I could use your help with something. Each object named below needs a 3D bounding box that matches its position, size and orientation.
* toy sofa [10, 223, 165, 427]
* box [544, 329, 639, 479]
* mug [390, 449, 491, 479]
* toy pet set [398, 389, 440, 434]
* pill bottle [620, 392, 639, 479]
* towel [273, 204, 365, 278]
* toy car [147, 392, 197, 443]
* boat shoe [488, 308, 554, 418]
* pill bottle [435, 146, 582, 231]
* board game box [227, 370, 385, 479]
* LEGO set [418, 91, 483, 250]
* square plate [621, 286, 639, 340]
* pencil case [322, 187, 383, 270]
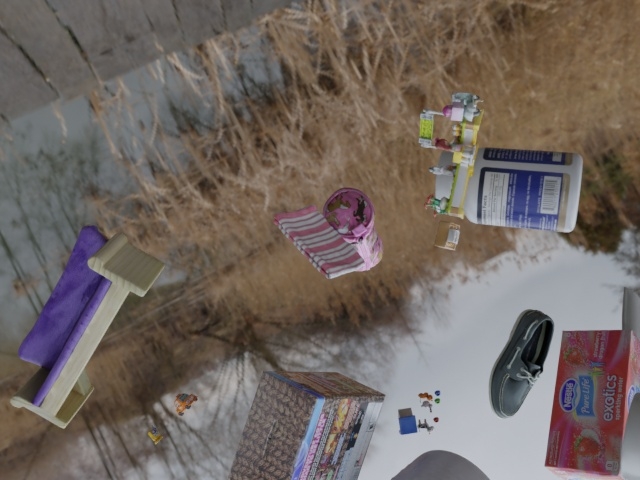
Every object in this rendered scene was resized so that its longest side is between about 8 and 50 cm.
[{"bbox_3d":[-0.467,0.160,1.400,0.362,0.177,0.150,-56,-173,17],"label":"toy sofa"},{"bbox_3d":[0.570,0.344,1.493,0.154,0.142,0.300,-6,-124,40],"label":"box"},{"bbox_3d":[0.240,0.706,1.605,0.328,0.374,0.276,-24,169,-42],"label":"mug"},{"bbox_3d":[0.251,0.446,1.828,0.114,0.122,0.065,-8,-141,-2],"label":"toy pet set"},{"bbox_3d":[0.593,0.307,1.004,0.318,0.176,0.176,8,-162,31],"label":"pill bottle"},{"bbox_3d":[0.000,0.000,1.629,0.144,0.197,0.029,-19,150,-52],"label":"towel"},{"bbox_3d":[-0.316,0.369,1.551,0.122,0.040,0.060,-44,178,-38],"label":"toy car"},{"bbox_3d":[0.559,0.344,2.019,0.319,0.116,0.099,-68,-162,-6],"label":"boat shoe"},{"bbox_3d":[0.364,-0.103,1.422,0.265,0.153,0.153,7,-171,17],"label":"pill bottle"},{"bbox_3d":[-0.020,0.406,1.528,0.141,0.232,0.291,19,-179,33],"label":"board game box"},{"bbox_3d":[0.215,-0.131,1.298,0.107,0.287,0.132,12,-150,14],"label":"LEGO set"},{"bbox_3d":[0.921,0.343,2.014,0.049,0.344,0.347,-23,-165,32],"label":"square plate"},{"bbox_3d":[0.109,-0.024,2.276,0.386,0.160,0.167,63,47,-71],"label":"pencil case"}]
